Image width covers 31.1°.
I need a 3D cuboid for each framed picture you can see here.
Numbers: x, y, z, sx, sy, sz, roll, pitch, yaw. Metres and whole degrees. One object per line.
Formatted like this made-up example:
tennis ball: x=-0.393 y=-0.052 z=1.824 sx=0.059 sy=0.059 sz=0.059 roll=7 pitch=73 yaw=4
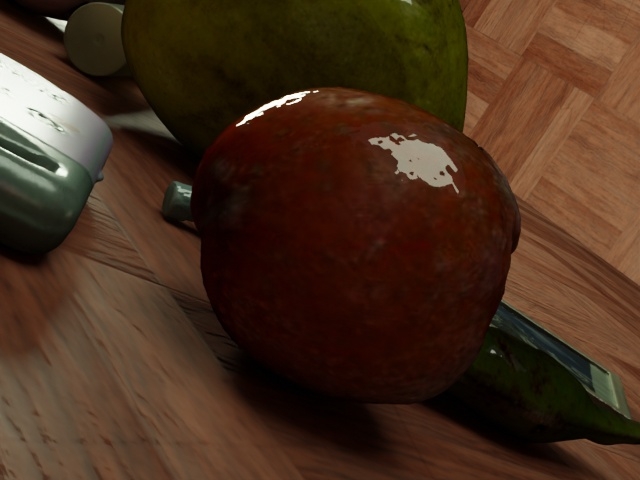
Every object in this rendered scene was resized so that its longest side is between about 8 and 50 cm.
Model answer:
framed picture: x=0.171 y=0.079 z=1.103 sx=0.281 sy=0.019 sz=0.209 roll=34 pitch=10 yaw=6

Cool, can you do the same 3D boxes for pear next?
pear: x=-0.006 y=-0.159 z=0.998 sx=0.375 sy=0.287 sz=0.287 roll=56 pitch=19 yaw=23

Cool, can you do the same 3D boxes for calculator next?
calculator: x=-0.185 y=-0.060 z=0.622 sx=0.141 sy=0.045 sz=0.246 roll=30 pitch=12 yaw=-11

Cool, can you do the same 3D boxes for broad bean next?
broad bean: x=0.096 y=0.079 z=0.761 sx=0.339 sy=0.061 sz=0.077 roll=29 pitch=-1 yaw=-21

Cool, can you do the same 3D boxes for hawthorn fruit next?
hawthorn fruit: x=0.014 y=0.001 z=0.605 sx=0.173 sy=0.173 sz=0.173 roll=32 pitch=10 yaw=-7

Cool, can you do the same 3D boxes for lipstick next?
lipstick: x=-0.192 y=-0.204 z=1.181 sx=0.070 sy=0.070 sz=0.254 roll=33 pitch=10 yaw=0

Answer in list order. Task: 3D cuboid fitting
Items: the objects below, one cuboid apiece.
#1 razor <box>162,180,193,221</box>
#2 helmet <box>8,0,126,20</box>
razor: x=0.000 y=0.000 z=0.817 sx=0.232 sy=0.106 sz=0.068 roll=18 pitch=15 yaw=-22
helmet: x=-0.238 y=-0.302 z=1.191 sx=0.154 sy=0.198 sz=0.253 roll=47 pitch=6 yaw=15
